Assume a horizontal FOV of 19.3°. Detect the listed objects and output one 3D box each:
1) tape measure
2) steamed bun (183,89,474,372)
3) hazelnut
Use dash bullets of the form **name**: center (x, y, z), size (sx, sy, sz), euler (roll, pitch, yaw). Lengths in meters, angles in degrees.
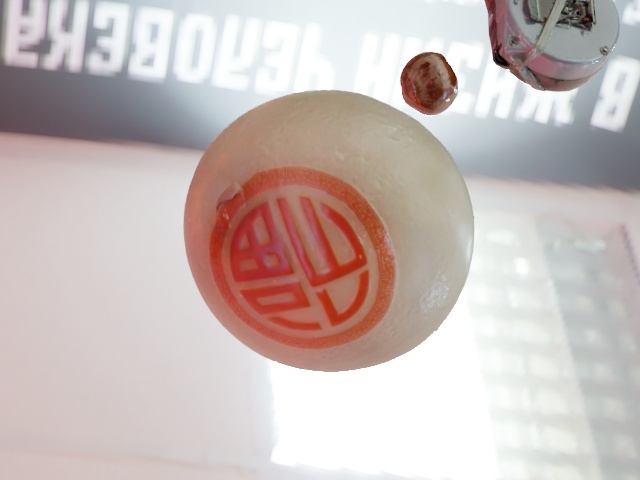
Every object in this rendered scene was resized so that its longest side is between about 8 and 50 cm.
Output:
- **tape measure**: center (0.316, -0.297, 2.573), size (0.181, 0.107, 0.182), euler (1, -118, -16)
- **steamed bun**: center (0.000, 0.000, 1.775), size (0.283, 0.283, 0.177), euler (20, -158, 10)
- **hazelnut**: center (0.145, -0.210, 2.548), size (0.086, 0.086, 0.086), euler (8, -143, -6)
